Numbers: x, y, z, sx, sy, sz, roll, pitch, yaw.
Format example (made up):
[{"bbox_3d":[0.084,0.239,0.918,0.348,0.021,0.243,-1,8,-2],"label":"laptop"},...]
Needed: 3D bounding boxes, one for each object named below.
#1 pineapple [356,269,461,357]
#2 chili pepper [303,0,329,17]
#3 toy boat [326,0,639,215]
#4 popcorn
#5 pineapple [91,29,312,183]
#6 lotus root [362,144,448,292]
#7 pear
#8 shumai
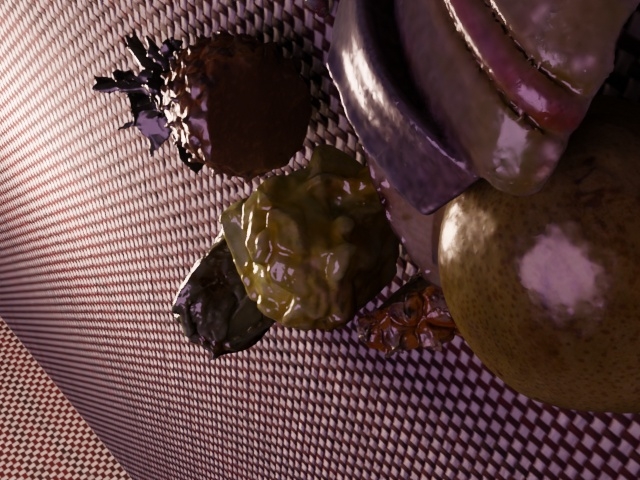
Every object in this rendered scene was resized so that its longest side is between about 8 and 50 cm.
[{"bbox_3d":[0.103,0.066,0.903,0.116,0.137,0.069,-68,-42,-73],"label":"pineapple"},{"bbox_3d":[-0.020,-0.273,0.814,0.050,0.041,0.153,-89,-9,-55],"label":"chili pepper"},{"bbox_3d":[0.102,-0.158,0.545,0.293,0.111,0.276,149,126,-60],"label":"toy boat"},{"bbox_3d":[-0.001,-0.001,0.902,0.167,0.185,0.187,55,169,0],"label":"popcorn"},{"bbox_3d":[-0.145,-0.163,1.022,0.364,0.165,0.165,21,135,58],"label":"pineapple"},{"bbox_3d":[0.109,-0.076,0.774,0.170,0.074,0.260,18,129,52],"label":"lotus root"},{"bbox_3d":[0.184,0.007,0.618,0.228,0.188,0.211,2,117,58],"label":"pear"},{"bbox_3d":[-0.110,0.075,1.193,0.142,0.184,0.184,32,149,-3],"label":"shumai"}]
